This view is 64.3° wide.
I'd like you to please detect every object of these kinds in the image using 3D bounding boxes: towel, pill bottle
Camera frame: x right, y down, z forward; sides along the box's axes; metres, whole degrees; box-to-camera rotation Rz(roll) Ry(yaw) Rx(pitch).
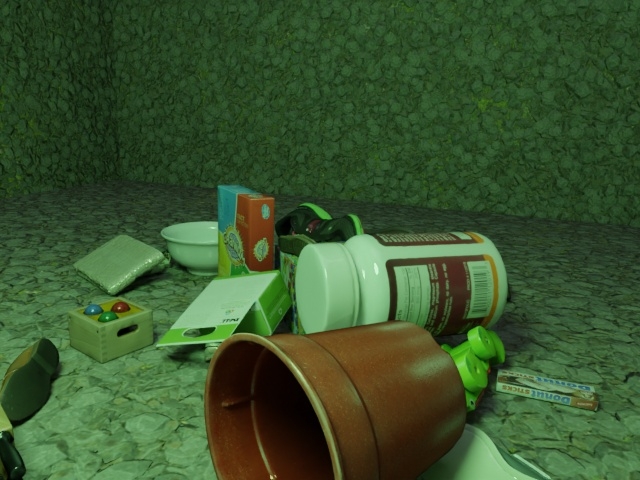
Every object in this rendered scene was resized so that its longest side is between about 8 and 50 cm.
[{"bbox_3d":[-0.606,0.069,1.523,0.282,0.049,0.187,17,48,44],"label":"towel"},{"bbox_3d":[0.161,0.096,1.053,0.391,0.224,0.224,-1,14,-21],"label":"pill bottle"}]

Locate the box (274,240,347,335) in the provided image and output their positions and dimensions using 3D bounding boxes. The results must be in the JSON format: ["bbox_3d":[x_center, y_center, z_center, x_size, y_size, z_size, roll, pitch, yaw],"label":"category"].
[{"bbox_3d":[0.051,0.118,1.300,0.289,0.177,0.279,-2,15,-17],"label":"box"}]

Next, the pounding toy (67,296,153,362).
[{"bbox_3d":[-0.471,0.173,1.152,0.205,0.094,0.181,13,17,34],"label":"pounding toy"}]

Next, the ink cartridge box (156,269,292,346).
[{"bbox_3d":[-0.201,0.177,1.107,0.188,0.097,0.255,-9,25,25],"label":"ink cartridge box"}]

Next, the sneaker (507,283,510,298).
[{"bbox_3d":[0.537,0.143,1.562,0.071,0.066,0.188,-12,5,14],"label":"sneaker"}]

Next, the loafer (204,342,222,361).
[{"bbox_3d":[-0.182,0.239,1.070,0.125,0.039,0.045,4,-27,0],"label":"loafer"}]

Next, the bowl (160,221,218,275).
[{"bbox_3d":[-0.366,0.032,1.666,0.297,0.134,0.298,3,13,-1],"label":"bowl"}]

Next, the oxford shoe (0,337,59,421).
[{"bbox_3d":[-0.530,0.257,0.900,0.076,0.076,0.212,-29,20,-2],"label":"oxford shoe"}]

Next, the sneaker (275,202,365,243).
[{"bbox_3d":[0.000,0.000,1.741,0.202,0.185,0.482,-25,22,-25],"label":"sneaker"}]

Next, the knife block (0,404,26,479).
[{"bbox_3d":[-0.465,0.287,0.704,0.241,0.088,0.276,4,13,1],"label":"knife block"}]

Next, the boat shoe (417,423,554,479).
[{"bbox_3d":[0.247,0.340,0.669,0.099,0.116,0.319,44,-19,-31],"label":"boat shoe"}]

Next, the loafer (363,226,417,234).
[{"bbox_3d":[0.205,0.037,1.827,0.365,0.134,0.130,1,37,37],"label":"loafer"}]

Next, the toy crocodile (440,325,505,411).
[{"bbox_3d":[0.272,0.254,0.962,0.115,0.105,0.340,-38,-6,29],"label":"toy crocodile"}]

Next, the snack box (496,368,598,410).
[{"bbox_3d":[0.437,0.289,0.993,0.178,0.022,0.064,7,13,19],"label":"snack box"}]

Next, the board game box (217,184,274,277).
[{"bbox_3d":[-0.201,0.027,1.333,0.064,0.317,0.242,-5,15,-29],"label":"board game box"}]

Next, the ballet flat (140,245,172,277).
[{"bbox_3d":[-0.524,0.067,1.634,0.068,0.072,0.213,13,14,-3],"label":"ballet flat"}]

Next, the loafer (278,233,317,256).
[{"bbox_3d":[-0.047,0.009,1.247,0.050,0.056,0.148,-17,22,-36],"label":"loafer"}]

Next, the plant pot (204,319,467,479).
[{"bbox_3d":[0.033,0.228,0.660,0.265,0.273,0.272,-7,17,-40],"label":"plant pot"}]
